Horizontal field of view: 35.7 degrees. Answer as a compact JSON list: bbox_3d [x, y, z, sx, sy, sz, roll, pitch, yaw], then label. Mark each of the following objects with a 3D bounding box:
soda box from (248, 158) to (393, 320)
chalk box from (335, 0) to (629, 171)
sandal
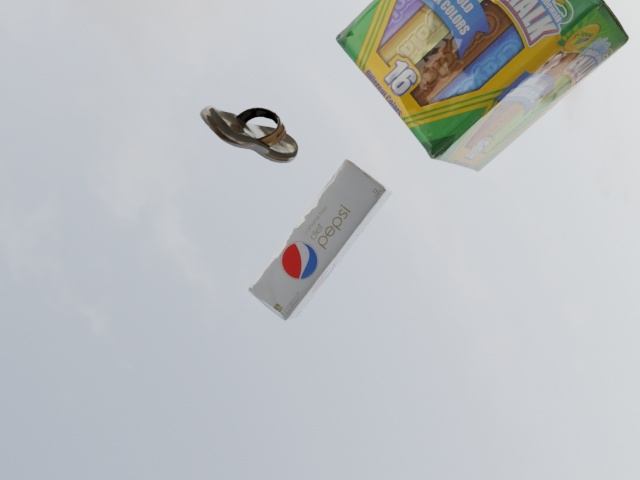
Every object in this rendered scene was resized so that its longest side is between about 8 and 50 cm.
[{"bbox_3d":[0.000,0.000,1.300,0.069,0.216,0.074,38,-173,9],"label":"soda box"},{"bbox_3d":[0.199,-0.236,1.051,0.179,0.289,0.180,55,-159,17],"label":"chalk box"},{"bbox_3d":[-0.094,-0.169,1.475,0.090,0.060,0.219,47,-164,30],"label":"sandal"}]
